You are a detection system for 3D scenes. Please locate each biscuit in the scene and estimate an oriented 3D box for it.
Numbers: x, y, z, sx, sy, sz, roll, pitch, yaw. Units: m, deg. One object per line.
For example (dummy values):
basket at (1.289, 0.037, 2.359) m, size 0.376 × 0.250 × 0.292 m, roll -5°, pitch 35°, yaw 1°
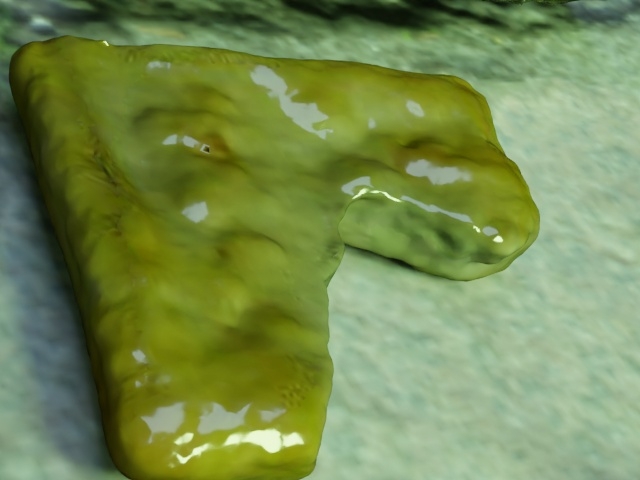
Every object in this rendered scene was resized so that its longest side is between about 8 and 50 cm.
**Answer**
biscuit at (0.000, 0.000, 0.501) m, size 0.183 × 0.039 × 0.174 m, roll 0°, pitch 44°, yaw -29°

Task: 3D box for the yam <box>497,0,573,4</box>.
yam at (0.018, -0.173, 0.629) m, size 0.254 × 0.154 × 0.154 m, roll -1°, pitch 46°, yaw -27°
